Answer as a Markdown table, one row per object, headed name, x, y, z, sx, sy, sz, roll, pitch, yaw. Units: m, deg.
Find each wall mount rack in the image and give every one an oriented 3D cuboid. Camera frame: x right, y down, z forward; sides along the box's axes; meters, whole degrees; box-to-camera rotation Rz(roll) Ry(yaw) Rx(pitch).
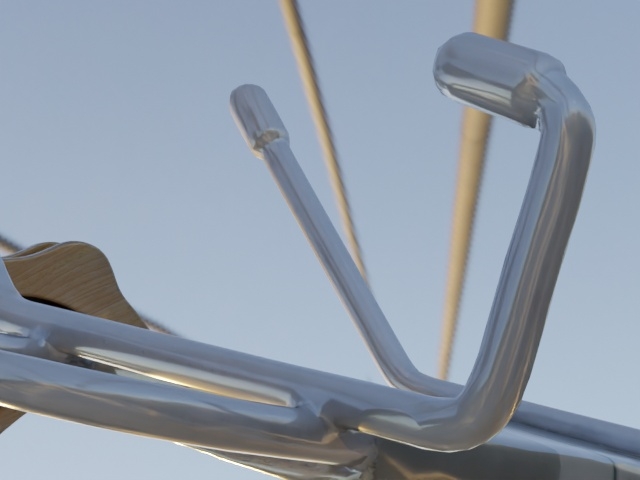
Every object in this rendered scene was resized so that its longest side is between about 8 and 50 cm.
| name | x | y | z | sx | sy | sz | roll | pitch | yaw |
| --- | --- | --- | --- | --- | --- | --- | --- | --- | --- |
| wall mount rack | 0.000 | 0.000 | 0.509 | 0.350 | 0.304 | 0.130 | 17 | -94 | -50 |

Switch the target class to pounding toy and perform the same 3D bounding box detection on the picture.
| name | x | y | z | sx | sy | sz | roll | pitch | yaw |
| --- | --- | --- | --- | --- | --- | --- | --- | --- | --- |
| pounding toy | -0.227 | 0.093 | 0.986 | 0.269 | 0.154 | 0.155 | -13 | 5 | -23 |
